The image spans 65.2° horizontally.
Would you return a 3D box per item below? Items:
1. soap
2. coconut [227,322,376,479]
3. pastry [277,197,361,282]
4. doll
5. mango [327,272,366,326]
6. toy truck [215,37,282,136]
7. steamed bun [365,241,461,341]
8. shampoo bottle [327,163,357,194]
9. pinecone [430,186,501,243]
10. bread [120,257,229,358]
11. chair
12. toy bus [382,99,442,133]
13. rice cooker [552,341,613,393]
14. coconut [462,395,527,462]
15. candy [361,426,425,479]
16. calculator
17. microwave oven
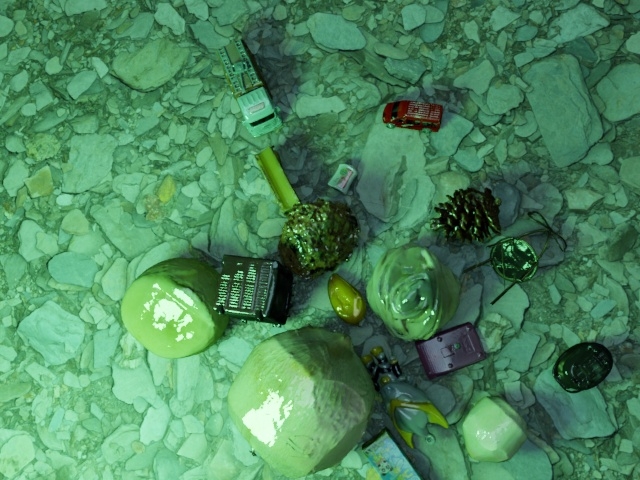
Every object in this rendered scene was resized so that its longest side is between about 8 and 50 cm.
[{"bbox_3d":[-0.130,-0.183,1.641,0.076,0.135,0.233,-26,76,2],"label":"soap"},{"bbox_3d":[-0.031,0.412,1.392,0.405,0.404,0.404,-1,79,7],"label":"coconut"},{"bbox_3d":[0.000,0.000,1.528,0.275,0.193,0.274,-5,106,-16],"label":"pastry"},{"bbox_3d":[0.240,0.462,1.486,0.146,0.103,0.316,-36,71,4],"label":"doll"},{"bbox_3d":[0.081,0.188,1.578,0.101,0.066,0.187,-37,72,7],"label":"mango"},{"bbox_3d":[-0.244,-0.522,1.706,0.136,0.162,0.305,-24,77,2],"label":"toy truck"},{"bbox_3d":[0.271,0.149,1.488,0.268,0.207,0.280,-43,75,-2],"label":"steamed bun"},{"bbox_3d":[0.078,-0.210,1.664,0.072,0.043,0.099,30,84,12],"label":"shampoo bottle"},{"bbox_3d":[0.442,-0.076,1.526,0.213,0.186,0.168,1,103,26],"label":"pinecone"},{"bbox_3d":[-0.439,0.204,1.563,0.321,0.237,0.320,1,92,15],"label":"bread"},{"bbox_3d":[0.590,0.052,1.505,0.326,0.170,0.159,-25,67,-43],"label":"chair"},{"bbox_3d":[0.302,-0.414,1.652,0.195,0.089,0.081,11,80,10],"label":"toy bus"},{"bbox_3d":[0.753,0.362,1.437,0.165,0.106,0.112,-38,80,-12],"label":"rice cooker"},{"bbox_3d":[0.480,0.538,1.411,0.183,0.171,0.171,-41,77,-4],"label":"coconut"},{"bbox_3d":[0.216,0.662,1.469,0.097,0.062,0.194,-37,78,-1],"label":"candy"},{"bbox_3d":[0.396,0.333,1.525,0.191,0.034,0.126,-21,75,2],"label":"calculator"},{"bbox_3d":[-0.186,0.158,1.497,0.188,0.247,0.177,9,76,10],"label":"microwave oven"}]
